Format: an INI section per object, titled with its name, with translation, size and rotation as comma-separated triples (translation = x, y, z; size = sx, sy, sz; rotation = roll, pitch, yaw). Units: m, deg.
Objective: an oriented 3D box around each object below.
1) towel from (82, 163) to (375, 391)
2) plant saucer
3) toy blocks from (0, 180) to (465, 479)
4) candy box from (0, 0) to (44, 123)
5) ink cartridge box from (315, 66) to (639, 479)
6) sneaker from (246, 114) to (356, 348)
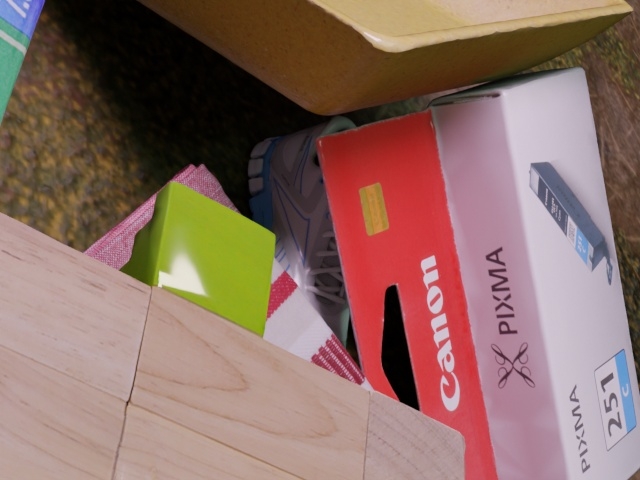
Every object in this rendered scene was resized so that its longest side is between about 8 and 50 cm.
[towel]
translation = -0.036, 0.143, 0.818
size = 0.329, 0.037, 0.237
rotation = 54, 44, -9
[plant saucer]
translation = -0.011, -0.182, 0.975
size = 0.333, 0.081, 0.333
rotation = 35, 27, 24
[toy blocks]
translation = -0.139, 0.110, 0.573
size = 0.381, 0.261, 0.190
rotation = 28, 47, -26
[candy box]
translation = -0.219, -0.034, 0.254
size = 0.317, 0.122, 0.268
rotation = 33, 66, -45
[ink cartridge box]
translation = 0.120, 0.049, 0.995
size = 0.261, 0.066, 0.296
rotation = -22, 103, -54
[sneaker]
translation = 0.000, 0.000, 0.951
size = 0.071, 0.083, 0.190
rotation = 24, 49, -41
